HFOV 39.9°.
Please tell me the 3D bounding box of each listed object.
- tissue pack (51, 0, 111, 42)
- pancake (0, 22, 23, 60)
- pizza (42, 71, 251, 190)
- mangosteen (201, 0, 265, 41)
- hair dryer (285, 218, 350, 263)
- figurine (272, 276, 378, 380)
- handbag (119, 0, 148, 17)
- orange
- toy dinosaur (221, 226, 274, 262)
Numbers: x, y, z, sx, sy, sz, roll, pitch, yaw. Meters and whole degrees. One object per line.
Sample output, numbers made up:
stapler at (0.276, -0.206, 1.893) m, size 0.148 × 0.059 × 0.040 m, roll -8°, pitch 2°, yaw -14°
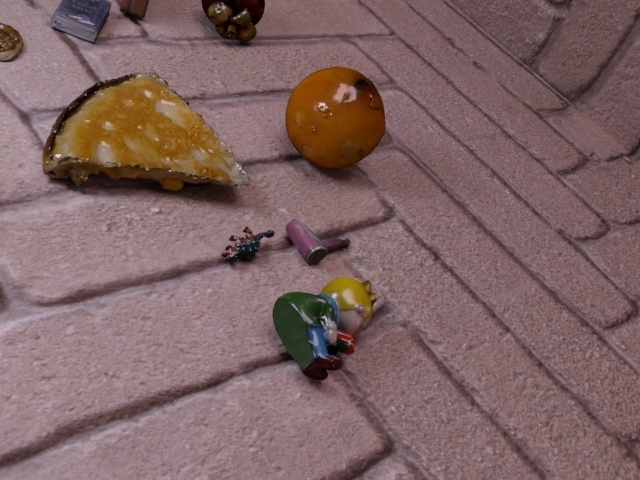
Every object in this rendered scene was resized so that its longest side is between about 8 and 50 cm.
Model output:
tissue pack at (-0.594, -0.562, 2.194) m, size 0.112 × 0.051 × 0.156 m, roll 19°, pitch 37°, yaw -12°
pancake at (-0.747, -0.456, 1.979) m, size 0.158 × 0.028 × 0.158 m, roll 16°, pitch 39°, yaw -14°
pizza at (-0.397, -0.245, 1.916) m, size 0.434 × 0.080 × 0.392 m, roll 6°, pitch 41°, yaw -30°
mangosteen at (-0.242, -0.643, 2.452) m, size 0.199 × 0.200 × 0.200 m, roll 18°, pitch 37°, yaw -14°
hair dryer at (0.005, 0.005, 1.917) m, size 0.154 × 0.054 × 0.106 m, roll 7°, pitch 35°, yaw -43°
figurine at (0.033, 0.162, 1.675) m, size 0.234 × 0.127 × 0.185 m, roll 0°, pitch 48°, yaw -48°
handbag at (-0.480, -0.682, 2.336) m, size 0.072 × 0.151 × 0.193 m, roll 13°, pitch 40°, yaw -16°
orange at (0.036, -0.294, 2.125) m, size 0.246 × 0.246 × 0.246 m, roll 18°, pitch 37°, yaw -14°
toy dinosaur at (-0.148, 0.007, 1.794) m, size 0.055 × 0.049 × 0.154 m, roll 40°, pitch 42°, yaw 20°
